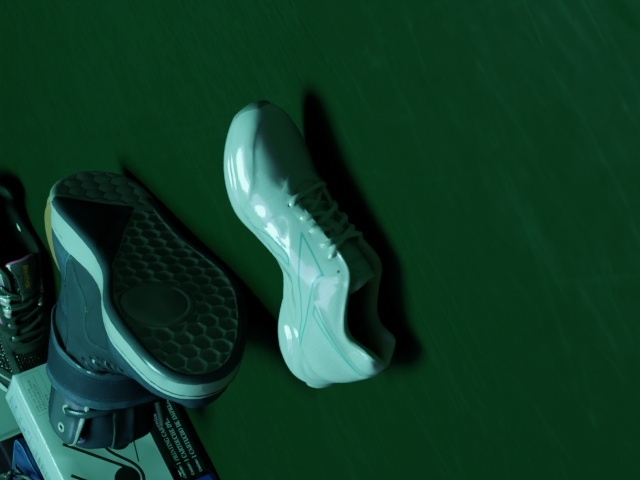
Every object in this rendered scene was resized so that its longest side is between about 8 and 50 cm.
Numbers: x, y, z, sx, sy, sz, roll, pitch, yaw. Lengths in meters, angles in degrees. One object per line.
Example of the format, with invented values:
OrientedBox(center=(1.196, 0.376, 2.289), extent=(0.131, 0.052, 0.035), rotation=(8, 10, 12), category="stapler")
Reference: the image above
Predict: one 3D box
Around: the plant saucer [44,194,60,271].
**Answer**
OrientedBox(center=(-0.174, 0.006, 1.402), extent=(0.083, 0.013, 0.083), rotation=(45, 147, 41), category="plant saucer")

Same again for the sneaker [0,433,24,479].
OrientedBox(center=(-0.360, 0.205, 1.757), extent=(0.295, 0.178, 0.124), rotation=(28, 134, 55), category="sneaker")

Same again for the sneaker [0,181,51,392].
OrientedBox(center=(-0.237, 0.035, 1.497), extent=(0.077, 0.072, 0.178), rotation=(-6, 110, 55), category="sneaker")

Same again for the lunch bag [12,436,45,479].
OrientedBox(center=(-0.199, 0.194, 1.548), extent=(0.098, 0.065, 0.067), rotation=(54, 152, 31), category="lunch bag")

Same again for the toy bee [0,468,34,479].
OrientedBox(center=(-0.376, 0.198, 1.557), extent=(0.298, 0.162, 0.195), rotation=(-29, 75, 43), category="toy bee")

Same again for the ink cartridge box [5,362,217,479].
OrientedBox(center=(-0.121, 0.168, 1.323), extent=(0.207, 0.097, 0.046), rotation=(62, 155, 15), category="ink cartridge box")

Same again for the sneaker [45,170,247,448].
OrientedBox(center=(-0.108, 0.078, 1.214), extent=(0.226, 0.086, 0.163), rotation=(-128, 38, -53), category="sneaker")

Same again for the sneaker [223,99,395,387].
OrientedBox(center=(0.000, 0.000, 0.996), extent=(0.061, 0.054, 0.152), rotation=(-7, 107, 50), category="sneaker")

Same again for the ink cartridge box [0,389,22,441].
OrientedBox(center=(-0.298, 0.079, 1.634), extent=(0.208, 0.087, 0.153), rotation=(2, 112, 64), category="ink cartridge box")
